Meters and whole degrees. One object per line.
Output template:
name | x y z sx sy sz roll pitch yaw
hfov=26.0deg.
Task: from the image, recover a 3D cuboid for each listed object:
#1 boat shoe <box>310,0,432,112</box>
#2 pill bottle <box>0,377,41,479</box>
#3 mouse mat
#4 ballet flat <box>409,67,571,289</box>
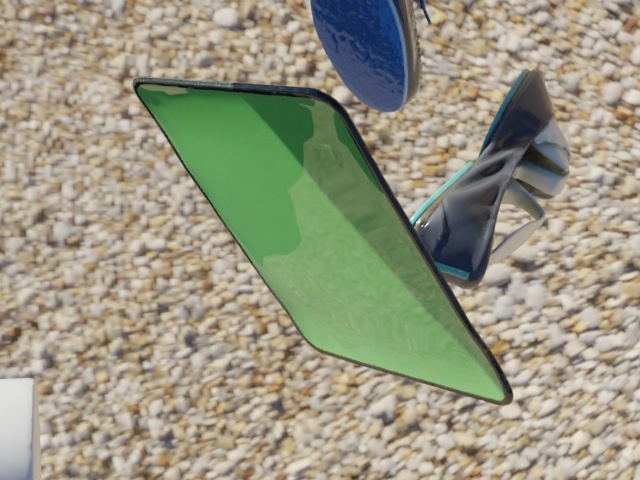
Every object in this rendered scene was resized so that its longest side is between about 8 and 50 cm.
boat shoe | 0.044 -0.228 1.112 0.109 0.089 0.258 14 133 35
pill bottle | -0.298 0.145 0.891 0.229 0.131 0.131 -2 91 -10
mouse mat | 0.000 0.000 0.640 0.153 0.189 0.007 12 53 49
ballet flat | 0.122 -0.038 0.914 0.074 0.203 0.074 20 136 21
